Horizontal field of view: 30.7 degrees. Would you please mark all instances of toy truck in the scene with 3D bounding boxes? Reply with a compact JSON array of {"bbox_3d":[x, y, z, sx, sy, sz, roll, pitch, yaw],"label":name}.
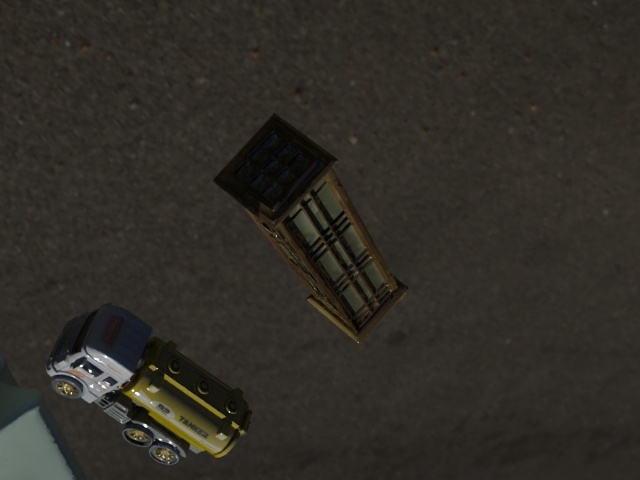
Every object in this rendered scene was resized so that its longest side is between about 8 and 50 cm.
[{"bbox_3d":[-0.105,0.090,0.729,0.123,0.052,0.063,39,134,-22],"label":"toy truck"}]

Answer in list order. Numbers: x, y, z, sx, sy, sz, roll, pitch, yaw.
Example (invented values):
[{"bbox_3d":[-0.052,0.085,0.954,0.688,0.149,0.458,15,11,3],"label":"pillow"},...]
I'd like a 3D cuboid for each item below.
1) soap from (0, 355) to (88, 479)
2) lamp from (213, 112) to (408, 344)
[{"bbox_3d":[-0.240,0.234,0.867,0.160,0.087,0.265,-37,132,-25],"label":"soap"},{"bbox_3d":[0.000,0.000,1.188,0.089,0.090,0.325,-48,151,-8],"label":"lamp"}]
